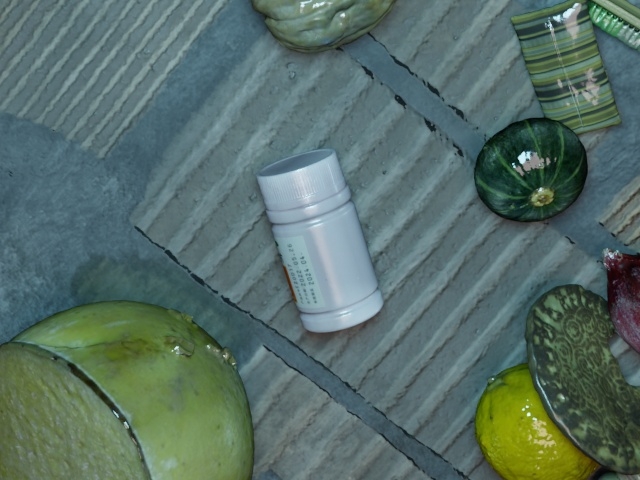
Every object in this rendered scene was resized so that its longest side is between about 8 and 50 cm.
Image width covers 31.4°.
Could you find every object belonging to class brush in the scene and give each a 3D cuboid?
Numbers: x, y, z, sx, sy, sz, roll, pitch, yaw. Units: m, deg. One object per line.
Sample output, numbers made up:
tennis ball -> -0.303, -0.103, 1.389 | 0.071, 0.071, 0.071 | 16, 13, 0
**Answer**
brush -> 0.377, -0.356, 1.643 | 0.282, 0.054, 0.048 | 30, 121, -8

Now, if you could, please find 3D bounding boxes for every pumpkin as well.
pumpkin -> 0.307, -0.103, 1.665 | 0.167, 0.167, 0.125 | -11, 60, 2

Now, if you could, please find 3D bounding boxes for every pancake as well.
pancake -> 0.411, 0.202, 1.693 | 0.288, 0.286, 0.033 | 41, 134, -12

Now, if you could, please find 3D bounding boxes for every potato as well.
potato -> -0.271, 0.295, 1.690 | 0.385, 0.319, 0.442 | 18, 119, 35

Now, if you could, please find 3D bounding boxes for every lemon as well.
lemon -> 0.334, 0.286, 1.737 | 0.192, 0.192, 0.231 | -39, 100, 8

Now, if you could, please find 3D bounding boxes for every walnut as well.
walnut -> 0.018, -0.359, 1.579 | 0.230, 0.178, 0.178 | -30, 103, 2

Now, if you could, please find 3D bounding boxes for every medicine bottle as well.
medicine bottle -> 0.000, 0.000, 1.685 | 0.133, 0.133, 0.250 | -16, 106, 3

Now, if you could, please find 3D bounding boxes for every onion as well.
onion -> 0.496, 0.082, 1.713 | 0.159, 0.159, 0.195 | -42, 82, 9

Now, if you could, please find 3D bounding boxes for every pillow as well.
pillow -> 0.359, -0.247, 1.659 | 0.113, 0.038, 0.203 | -15, 111, 22

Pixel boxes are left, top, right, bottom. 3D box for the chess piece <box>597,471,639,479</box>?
chess piece -> 0.521, 0.353, 1.808 | 0.139, 0.139, 0.272 | 37, 113, -10
